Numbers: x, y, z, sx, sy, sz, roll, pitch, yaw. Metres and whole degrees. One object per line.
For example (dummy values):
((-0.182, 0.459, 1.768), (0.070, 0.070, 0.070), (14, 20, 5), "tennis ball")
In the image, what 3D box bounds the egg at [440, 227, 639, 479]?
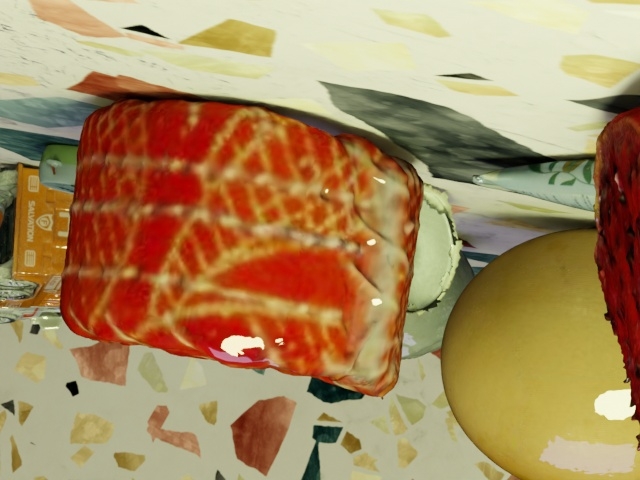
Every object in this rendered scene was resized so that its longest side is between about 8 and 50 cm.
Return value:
((0.319, 0.137, 1.621), (0.374, 0.301, 0.301), (6, 174, 22), "egg")

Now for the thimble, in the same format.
((-0.071, 0.009, 1.373), (0.350, 0.230, 0.350), (10, 176, 1), "thimble")

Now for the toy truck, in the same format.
((-0.392, 0.019, 2.140), (0.207, 0.173, 0.387), (4, 166, -17), "toy truck")

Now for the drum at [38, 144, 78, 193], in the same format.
((-0.212, -0.070, 1.728), (0.253, 0.049, 0.130), (8, 174, 14), "drum")

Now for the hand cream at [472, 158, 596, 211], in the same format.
((0.232, -0.043, 1.228), (0.088, 0.055, 0.256), (3, 180, -29), "hand cream")

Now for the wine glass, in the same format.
((0.000, 0.000, 1.633), (0.143, 0.143, 0.321), (15, 172, -43), "wine glass")

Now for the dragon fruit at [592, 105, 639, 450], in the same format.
((0.327, 0.046, 0.990), (0.330, 0.240, 0.302), (16, -174, -1), "dragon fruit")

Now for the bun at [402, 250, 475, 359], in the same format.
((0.035, 0.071, 2.015), (0.354, 0.194, 0.354), (10, 173, 1), "bun")
